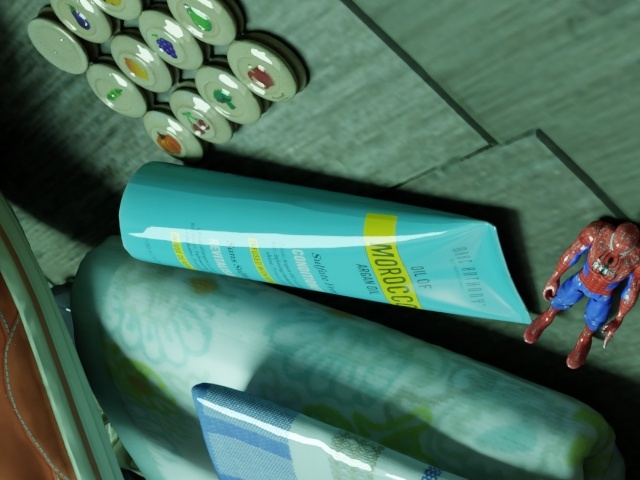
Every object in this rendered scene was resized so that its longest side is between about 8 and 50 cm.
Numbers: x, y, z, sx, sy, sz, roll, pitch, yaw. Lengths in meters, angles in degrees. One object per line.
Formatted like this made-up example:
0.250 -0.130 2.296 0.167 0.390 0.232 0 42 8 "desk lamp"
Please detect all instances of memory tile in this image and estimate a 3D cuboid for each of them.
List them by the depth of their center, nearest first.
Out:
-0.077 -0.089 0.724 0.113 0.012 0.148 42 153 -13 "memory tile"

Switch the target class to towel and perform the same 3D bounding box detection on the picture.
0.071 0.179 0.791 0.285 0.034 0.209 20 148 23 "towel"
0.038 0.163 0.924 0.320 0.090 0.374 15 147 28 "towel"

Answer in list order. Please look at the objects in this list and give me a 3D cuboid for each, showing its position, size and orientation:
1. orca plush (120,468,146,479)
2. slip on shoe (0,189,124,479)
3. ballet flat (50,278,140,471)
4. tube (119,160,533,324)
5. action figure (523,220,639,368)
-0.198 0.197 1.003 0.102 0.287 0.151 -24 90 18 "orca plush"
-0.196 0.064 0.876 0.123 0.101 0.331 95 151 -67 "slip on shoe"
-0.134 0.114 1.052 0.074 0.074 0.203 2 139 47 "ballet flat"
0.000 0.000 0.750 0.207 0.052 0.080 10 154 27 "tube"
0.118 0.022 0.668 0.038 0.030 0.115 35 151 11 "action figure"
